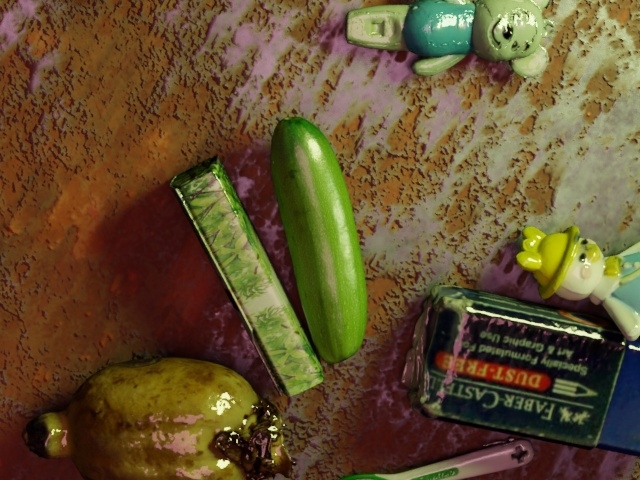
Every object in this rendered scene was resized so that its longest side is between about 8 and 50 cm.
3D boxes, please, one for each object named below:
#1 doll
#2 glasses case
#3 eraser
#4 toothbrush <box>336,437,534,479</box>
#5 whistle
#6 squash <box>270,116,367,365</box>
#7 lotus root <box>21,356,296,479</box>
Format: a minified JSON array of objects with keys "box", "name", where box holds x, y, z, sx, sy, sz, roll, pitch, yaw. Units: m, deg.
[{"box":[0.341,0.047,1.618,0.241,0.099,0.135,19,78,0],"name":"doll"},{"box":[-0.083,0.043,1.584,0.062,0.095,0.272,-26,103,4],"name":"glasses case"},{"box":[0.270,0.159,1.643,0.332,0.101,0.155,12,100,-8],"name":"eraser"},{"box":[0.056,0.298,1.687,0.417,0.040,0.042,-13,101,-8],"name":"toothbrush"},{"box":[0.146,-0.237,1.562,0.235,0.077,0.114,0,109,-4],"name":"whistle"},{"box":[0.001,-0.001,1.591,0.082,0.082,0.293,-14,105,-3],"name":"squash"},{"box":[-0.180,0.215,1.587,0.314,0.141,0.169,4,99,2],"name":"lotus root"}]
